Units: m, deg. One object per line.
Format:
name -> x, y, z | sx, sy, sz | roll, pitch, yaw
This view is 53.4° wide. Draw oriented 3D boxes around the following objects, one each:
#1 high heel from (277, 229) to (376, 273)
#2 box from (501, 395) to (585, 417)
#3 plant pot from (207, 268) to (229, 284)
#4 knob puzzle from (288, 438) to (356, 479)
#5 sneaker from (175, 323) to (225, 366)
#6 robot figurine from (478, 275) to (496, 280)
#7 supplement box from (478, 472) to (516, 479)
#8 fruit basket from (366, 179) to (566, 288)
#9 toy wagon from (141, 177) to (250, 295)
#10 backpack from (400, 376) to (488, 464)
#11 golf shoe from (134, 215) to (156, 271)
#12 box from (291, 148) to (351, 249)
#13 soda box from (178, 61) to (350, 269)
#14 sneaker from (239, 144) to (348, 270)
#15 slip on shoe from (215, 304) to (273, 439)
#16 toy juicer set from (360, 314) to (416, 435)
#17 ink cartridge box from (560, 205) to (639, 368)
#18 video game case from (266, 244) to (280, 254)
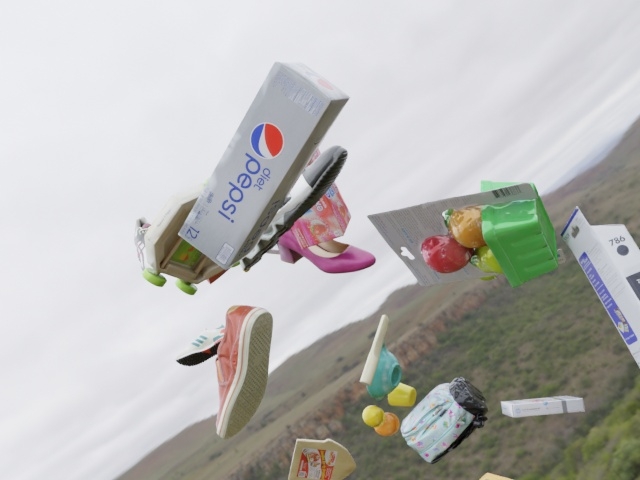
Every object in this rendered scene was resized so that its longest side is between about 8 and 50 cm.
high heel -> 0.000, 0.000, 2.072 | 0.378, 0.181, 0.127 | 4, 29, 28
box -> 0.601, 0.452, 1.732 | 0.186, 0.038, 0.145 | -7, -11, 3
plant pot -> -0.419, -0.040, 2.517 | 0.236, 0.267, 0.267 | -30, -32, -19
knob puzzle -> 0.011, 0.667, 1.919 | 0.213, 0.213, 0.030 | -43, 20, 17
sneaker -> -0.323, 0.284, 1.745 | 0.161, 0.075, 0.057 | -25, -44, -1
robot figurine -> 0.408, 0.052, 1.582 | 0.115, 0.101, 0.067 | -85, 3, -47
supplement box -> 0.430, 0.691, 1.298 | 0.195, 0.356, 0.194 | -35, 3, -23
fruit basket -> 0.331, -0.010, 1.419 | 0.353, 0.327, 0.165 | -7, 54, 32
toy wagon -> -0.263, 0.003, 1.501 | 0.267, 0.068, 0.344 | -54, -29, 3
backpack -> 0.262, 0.381, 1.355 | 0.182, 0.115, 0.152 | -48, -11, 10
golf shoe -> -0.482, 0.016, 1.815 | 0.105, 0.120, 0.273 | -23, 24, -23
box -> -0.043, -0.146, 1.937 | 0.154, 0.299, 0.142 | -18, 21, 22
soda box -> -0.080, -0.102, 0.881 | 0.286, 0.091, 0.098 | -56, -6, 22
sneaker -> -0.092, -0.095, 1.272 | 0.330, 0.146, 0.122 | -43, -6, 20
slip on shoe -> -0.188, 0.297, 1.449 | 0.123, 0.101, 0.331 | -11, -64, -54
toy juicer set -> 0.147, 0.378, 1.684 | 0.090, 0.328, 0.209 | 5, 41, 34
ink cartridge box -> 0.580, 0.090, 1.208 | 0.065, 0.332, 0.165 | -24, -20, 1
video game case -> -0.252, -0.015, 2.266 | 0.184, 0.201, 0.023 | 6, -63, -33
